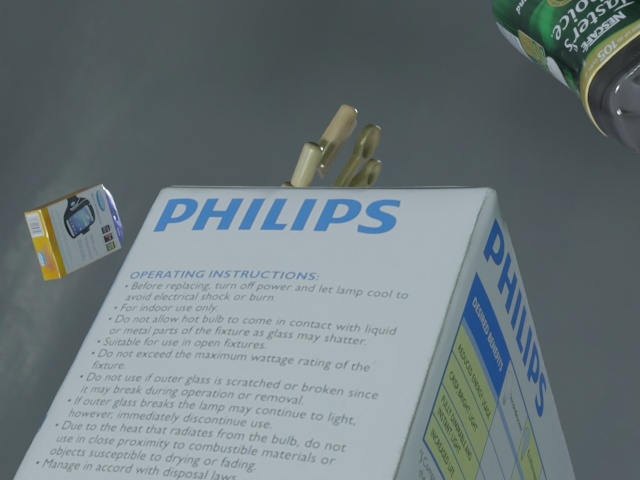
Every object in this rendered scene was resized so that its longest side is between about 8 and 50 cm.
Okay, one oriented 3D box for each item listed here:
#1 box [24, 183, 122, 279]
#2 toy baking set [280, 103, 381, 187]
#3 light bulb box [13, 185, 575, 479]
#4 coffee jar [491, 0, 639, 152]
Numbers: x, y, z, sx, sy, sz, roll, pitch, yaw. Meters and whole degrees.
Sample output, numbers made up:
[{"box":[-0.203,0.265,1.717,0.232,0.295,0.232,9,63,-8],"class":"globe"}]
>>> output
[{"box":[-0.278,-0.013,1.632,0.136,0.028,0.081,-32,110,-60],"class":"box"},{"box":[-0.003,-0.001,1.273,0.197,0.030,0.256,-10,125,-64],"class":"toy baking set"},{"box":[-0.005,0.212,0.848,0.358,0.225,0.361,68,33,-42],"class":"light bulb box"},{"box":[0.203,-0.142,1.011,0.096,0.184,0.079,-38,132,3],"class":"coffee jar"}]
